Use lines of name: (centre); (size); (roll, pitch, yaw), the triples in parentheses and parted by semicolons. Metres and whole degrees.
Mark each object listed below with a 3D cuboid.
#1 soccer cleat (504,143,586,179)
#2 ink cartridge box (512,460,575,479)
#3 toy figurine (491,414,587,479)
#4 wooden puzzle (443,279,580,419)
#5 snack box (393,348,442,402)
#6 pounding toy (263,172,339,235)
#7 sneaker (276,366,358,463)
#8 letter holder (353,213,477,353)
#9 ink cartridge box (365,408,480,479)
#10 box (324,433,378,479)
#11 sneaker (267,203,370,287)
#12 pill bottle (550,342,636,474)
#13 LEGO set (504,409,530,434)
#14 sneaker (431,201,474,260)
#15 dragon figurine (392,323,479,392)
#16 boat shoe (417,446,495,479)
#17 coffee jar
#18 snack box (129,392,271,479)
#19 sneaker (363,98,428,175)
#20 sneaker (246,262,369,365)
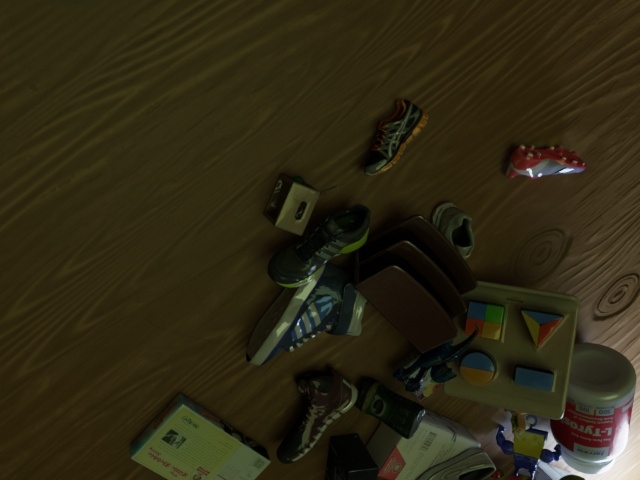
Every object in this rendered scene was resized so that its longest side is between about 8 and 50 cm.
soccer cleat: (0.619, -0.208, 1.538); (0.248, 0.083, 0.095); (1, 136, -25)
ink cartridge box: (0.791, 0.898, 1.891); (0.270, 0.197, 0.198); (27, 96, -25)
toy figurine: (0.672, 0.658, 1.738); (0.191, 0.363, 0.217); (39, 61, -58)
wooden puzzle: (0.515, 0.297, 1.526); (0.322, 0.080, 0.347); (8, 94, 19)
snack box: (0.290, 0.391, 1.629); (0.100, 0.037, 0.141); (-39, 115, -6)
pounding toy: (-0.047, -0.092, 1.294); (0.100, 0.130, 0.141); (20, 99, -25)
sneaker: (-0.044, 0.449, 1.502); (0.281, 0.106, 0.162); (-43, 112, -14)
letter holder: (0.257, 0.110, 1.413); (0.215, 0.152, 0.302); (-31, 120, 25)
ink cartridge box: (0.303, 0.622, 1.666); (0.283, 0.117, 0.207); (28, 96, -26)
box: (0.084, 0.662, 1.579); (0.093, 0.156, 0.158); (1, 107, -19)
sneaker: (0.000, 0.000, 1.310); (0.300, 0.111, 0.121); (-35, 160, -27)
pill bottle: (0.849, 0.541, 1.762); (0.229, 0.229, 0.407); (-22, 123, -12)
LEGO set: (0.597, 0.433, 1.703); (0.107, 0.132, 0.287); (40, 69, -21)
sneaker: (0.355, 0.036, 1.489); (0.099, 0.121, 0.262); (-14, 112, -15)
dragon figurine: (0.318, 0.322, 1.491); (0.085, 0.289, 0.144); (46, 48, -10)
boat shoe: (0.381, 0.690, 1.603); (0.258, 0.084, 0.095); (-31, 116, -7)
coffee jar: (0.187, 0.459, 1.542); (0.079, 0.185, 0.096); (4, 110, -63)
snack box: (-0.306, 0.555, 1.454); (0.187, 0.060, 0.322); (-46, 116, -1)
sneaker: (0.166, -0.248, 1.353); (0.083, 0.084, 0.214); (40, 82, -23)
sneaker: (-0.009, 0.220, 1.409); (0.236, 0.130, 0.322); (35, 87, -20)
